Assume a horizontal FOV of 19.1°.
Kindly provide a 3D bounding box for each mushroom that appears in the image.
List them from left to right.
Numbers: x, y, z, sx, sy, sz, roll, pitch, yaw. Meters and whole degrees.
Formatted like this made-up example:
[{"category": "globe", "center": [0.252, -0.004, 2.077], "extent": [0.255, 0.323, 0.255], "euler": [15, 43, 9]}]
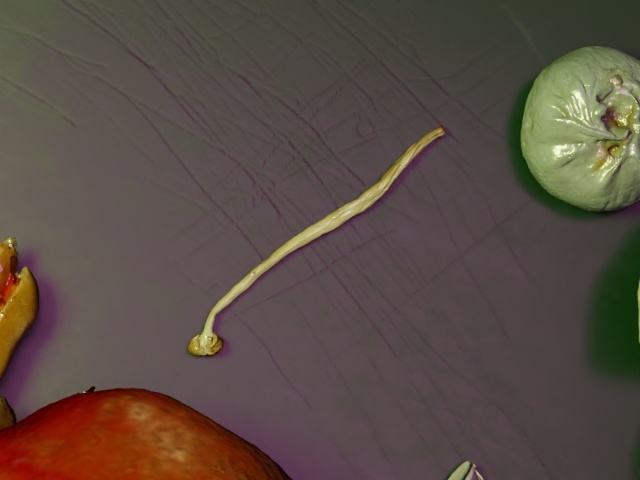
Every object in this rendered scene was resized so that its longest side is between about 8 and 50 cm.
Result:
[{"category": "mushroom", "center": [-0.004, -0.005, 1.571], "extent": [0.286, 0.026, 0.028], "euler": [-44, 106, -13]}]

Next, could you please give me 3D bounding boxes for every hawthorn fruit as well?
[{"category": "hawthorn fruit", "center": [-0.148, 0.255, 1.390], "extent": [0.311, 0.295, 0.295], "euler": [21, 80, 0]}]

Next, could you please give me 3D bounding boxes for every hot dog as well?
[{"category": "hot dog", "center": [-0.293, 0.101, 1.485], "extent": [0.092, 0.062, 0.235], "euler": [19, 77, 24]}]

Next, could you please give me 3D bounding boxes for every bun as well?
[{"category": "bun", "center": [0.237, -0.095, 1.586], "extent": [0.141, 0.083, 0.140], "euler": [1, 84, -11]}]

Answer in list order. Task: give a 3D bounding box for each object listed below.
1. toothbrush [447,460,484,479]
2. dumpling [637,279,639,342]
[{"category": "toothbrush", "center": [0.049, 0.280, 1.488], "extent": [0.026, 0.024, 0.288], "euler": [47, 55, -8]}, {"category": "dumpling", "center": [0.323, 0.036, 1.574], "extent": [0.176, 0.092, 0.150], "euler": [-19, 87, -10]}]
